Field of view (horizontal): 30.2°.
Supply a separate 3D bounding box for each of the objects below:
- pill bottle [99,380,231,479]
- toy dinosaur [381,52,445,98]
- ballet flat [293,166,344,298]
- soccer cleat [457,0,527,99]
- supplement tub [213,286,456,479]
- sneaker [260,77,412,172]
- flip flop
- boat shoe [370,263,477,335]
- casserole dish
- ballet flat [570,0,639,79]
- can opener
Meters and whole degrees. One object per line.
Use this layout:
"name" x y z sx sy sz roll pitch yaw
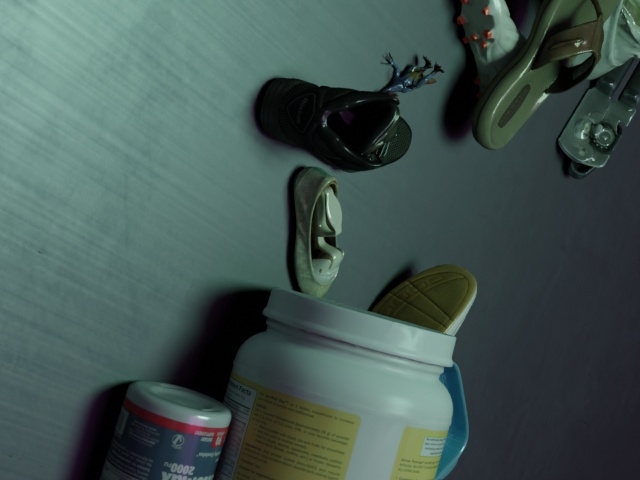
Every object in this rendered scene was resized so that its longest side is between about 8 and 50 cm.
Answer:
"pill bottle" -0.163 0.239 1.175 0.108 0.108 0.180 14 94 -51
"toy dinosaur" 0.104 -0.179 1.378 0.082 0.047 0.090 -39 145 -9
"ballet flat" 0.000 0.000 1.314 0.057 0.052 0.168 -31 127 -38
"soccer cleat" 0.219 -0.248 1.459 0.076 0.068 0.196 -38 140 -16
"supplement tub" 0.002 0.234 1.251 0.241 0.241 0.331 18 87 -51
"sneaker" 0.052 -0.112 1.272 0.228 0.130 0.087 16 94 -53
"flip flop" 0.289 -0.219 1.436 0.277 0.080 0.112 -53 141 4
"boat shoe" 0.093 0.149 1.454 0.277 0.098 0.096 -46 141 -12
"casserole dish" 0.149 0.242 1.601 0.114 0.037 0.188 -38 130 -34
"ballet flat" 0.407 -0.328 1.504 0.139 0.139 0.400 -45 155 -29
"can opener" 0.436 -0.216 1.746 0.283 0.076 0.095 -56 171 -18
